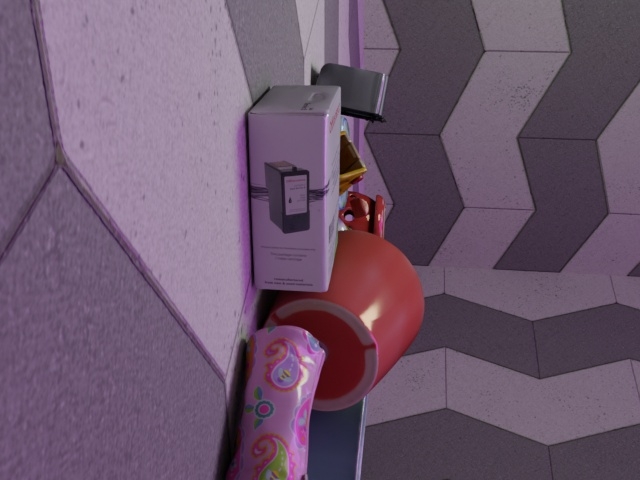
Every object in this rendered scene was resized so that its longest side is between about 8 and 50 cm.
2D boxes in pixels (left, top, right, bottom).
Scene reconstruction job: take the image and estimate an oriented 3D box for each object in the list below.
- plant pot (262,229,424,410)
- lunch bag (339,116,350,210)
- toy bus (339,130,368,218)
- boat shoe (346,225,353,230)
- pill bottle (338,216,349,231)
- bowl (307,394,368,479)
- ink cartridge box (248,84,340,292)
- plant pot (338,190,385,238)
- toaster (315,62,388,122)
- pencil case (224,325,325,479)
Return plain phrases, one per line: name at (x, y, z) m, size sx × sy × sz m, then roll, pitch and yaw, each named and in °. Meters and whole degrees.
plant pot at (0.026, 0.144, 1.212) m, size 0.243 × 0.275 × 0.274 m, roll -45°, pitch 139°, yaw -66°
lunch bag at (0.020, -0.179, 1.653) m, size 0.176 × 0.090 × 0.219 m, roll -47°, pitch 139°, yaw -82°
toy bus at (-0.005, -0.122, 1.381) m, size 0.104 × 0.191 × 0.202 m, roll -21°, pitch 122°, yaw -35°
boat shoe at (0.028, 0.058, 1.692) m, size 0.341 × 0.122 × 0.110 m, roll -79°, pitch 148°, yaw -52°
pill bottle at (0.000, 0.000, 1.428) m, size 0.208 × 0.118 × 0.117 m, roll 32°, pitch 61°, yaw -82°
bowl at (-0.002, 0.393, 1.348) m, size 0.311 × 0.163 × 0.311 m, roll 4°, pitch 90°, yaw -83°
ink cartridge box at (-0.033, -0.086, 1.094) m, size 0.198 × 0.115 × 0.272 m, roll -74°, pitch 165°, yaw -66°
plant pot at (0.099, -0.049, 2.073) m, size 0.191 × 0.174 × 0.191 m, roll 4°, pitch 90°, yaw -86°
toaster at (0.077, -0.341, 1.674) m, size 0.168 × 0.186 × 0.110 m, roll -47°, pitch 149°, yaw -79°
pencil case at (-0.062, 0.262, 0.977) m, size 0.124 × 0.124 × 0.284 m, roll 83°, pitch 10°, yaw -56°
